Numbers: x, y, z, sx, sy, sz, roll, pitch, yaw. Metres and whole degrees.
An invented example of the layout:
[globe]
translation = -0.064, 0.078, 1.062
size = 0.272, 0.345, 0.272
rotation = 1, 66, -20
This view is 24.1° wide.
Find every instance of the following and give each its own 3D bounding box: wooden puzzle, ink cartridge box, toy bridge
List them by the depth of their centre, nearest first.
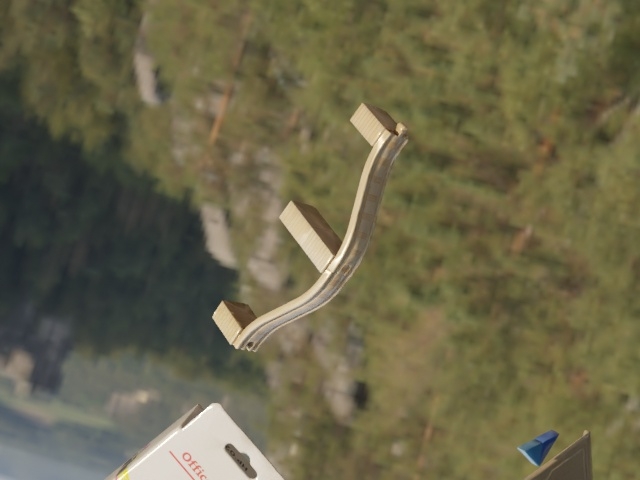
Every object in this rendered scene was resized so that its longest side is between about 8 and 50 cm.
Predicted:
[wooden puzzle]
translation = 0.132, 0.152, 0.863
size = 0.078, 0.116, 0.014
rotation = -27, -144, -36
[toy bridge]
translation = 0.000, 0.000, 0.961
size = 0.026, 0.188, 0.063
rotation = 15, -151, -44
[ink cartridge box]
translation = -0.110, 0.210, 1.220
size = 0.104, 0.181, 0.061
rotation = 50, -163, -3
